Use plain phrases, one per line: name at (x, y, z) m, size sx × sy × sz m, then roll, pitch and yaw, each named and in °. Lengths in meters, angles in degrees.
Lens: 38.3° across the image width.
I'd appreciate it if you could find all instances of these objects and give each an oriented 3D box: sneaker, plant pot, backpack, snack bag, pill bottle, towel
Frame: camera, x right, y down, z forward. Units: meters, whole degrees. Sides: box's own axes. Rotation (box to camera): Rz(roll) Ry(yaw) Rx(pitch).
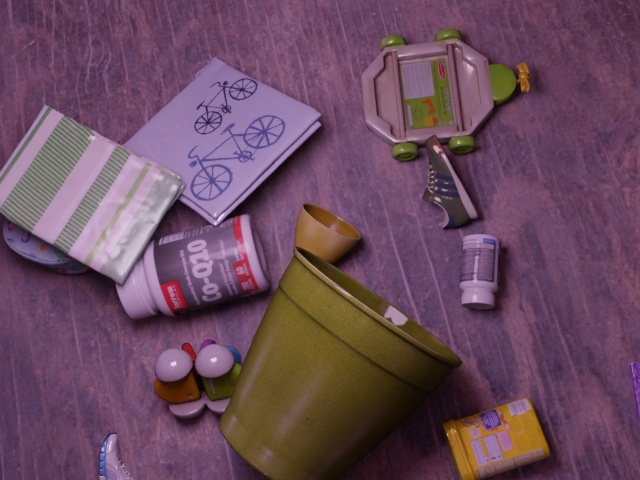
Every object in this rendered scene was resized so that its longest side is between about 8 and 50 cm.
sneaker at (0.239, -0.109, 1.848) m, size 0.086 × 0.064 × 0.192 m, roll -28°, pitch 100°, yaw 11°
plant pot at (0.000, 0.000, 1.853) m, size 0.134 × 0.134 × 0.095 m, roll 35°, pitch 106°, yaw 15°
backpack at (-0.532, -0.065, 1.909) m, size 0.225 × 0.191 × 0.253 m, roll 19°, pitch 82°, yaw 11°
plant pot at (0.007, 0.258, 1.679) m, size 0.366 × 0.366 × 0.353 m, roll 35°, pitch 94°, yaw 15°
sneaker at (-0.388, 0.470, 1.798) m, size 0.083 × 0.071 × 0.190 m, roll -3°, pitch 82°, yaw 0°
snack bag at (-0.218, -0.215, 1.919) m, size 0.342 × 0.037 × 0.323 m, roll 32°, pitch 71°, yaw 32°
pill bottle at (0.312, 0.063, 1.807) m, size 0.078 × 0.078 × 0.137 m, roll 4°, pitch 74°, yaw 9°
towel at (-0.462, -0.094, 1.803) m, size 0.325 × 0.038 × 0.248 m, roll 29°, pitch 74°, yaw 3°
pill bottle at (-0.255, 0.059, 1.841) m, size 0.283 × 0.161 × 0.161 m, roll -16°, pitch 73°, yaw 3°

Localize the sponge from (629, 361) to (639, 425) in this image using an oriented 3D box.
sponge at (0.692, 0.275, 1.720) m, size 0.210 × 0.031 × 0.117 m, roll -8°, pitch 73°, yaw 6°

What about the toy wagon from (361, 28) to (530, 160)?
toy wagon at (0.262, -0.308, 1.926) m, size 0.344 × 0.068 × 0.267 m, roll -6°, pitch 74°, yaw 5°

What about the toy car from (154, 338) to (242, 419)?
toy car at (-0.232, 0.255, 1.807) m, size 0.182 × 0.159 × 0.136 m, roll -7°, pitch 37°, yaw 6°

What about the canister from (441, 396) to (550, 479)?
canister at (0.327, 0.374, 1.720) m, size 0.170 × 0.073 × 0.126 m, roll -18°, pitch 73°, yaw 1°
